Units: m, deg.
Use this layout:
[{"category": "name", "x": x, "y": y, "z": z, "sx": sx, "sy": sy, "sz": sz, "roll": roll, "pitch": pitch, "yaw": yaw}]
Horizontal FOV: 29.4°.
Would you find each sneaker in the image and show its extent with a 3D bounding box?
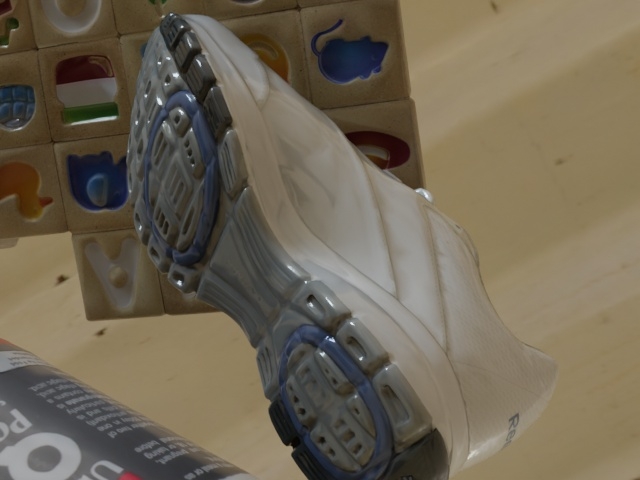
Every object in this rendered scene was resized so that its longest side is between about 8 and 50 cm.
[{"category": "sneaker", "x": 0.000, "y": 0.000, "z": 0.617, "sx": 0.129, "sy": 0.111, "sz": 0.297, "roll": -13, "pitch": -121, "yaw": -39}]

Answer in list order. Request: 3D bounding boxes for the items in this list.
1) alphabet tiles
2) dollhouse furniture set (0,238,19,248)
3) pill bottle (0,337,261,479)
[{"category": "alphabet tiles", "x": -0.090, "y": -0.123, "z": 0.710, "sx": 0.011, "sy": 0.285, "sz": 0.342, "roll": -30, "pitch": -67, "yaw": -68}, {"category": "dollhouse furniture set", "x": -0.261, "y": -0.052, "z": 0.751, "sx": 0.151, "sy": 0.123, "sz": 0.144, "roll": -7, "pitch": -112, "yaw": -27}, {"category": "pill bottle", "x": -0.118, "y": 0.180, "z": 0.644, "sx": 0.176, "sy": 0.319, "sz": 0.176, "roll": -44, "pitch": -33, "yaw": -39}]
